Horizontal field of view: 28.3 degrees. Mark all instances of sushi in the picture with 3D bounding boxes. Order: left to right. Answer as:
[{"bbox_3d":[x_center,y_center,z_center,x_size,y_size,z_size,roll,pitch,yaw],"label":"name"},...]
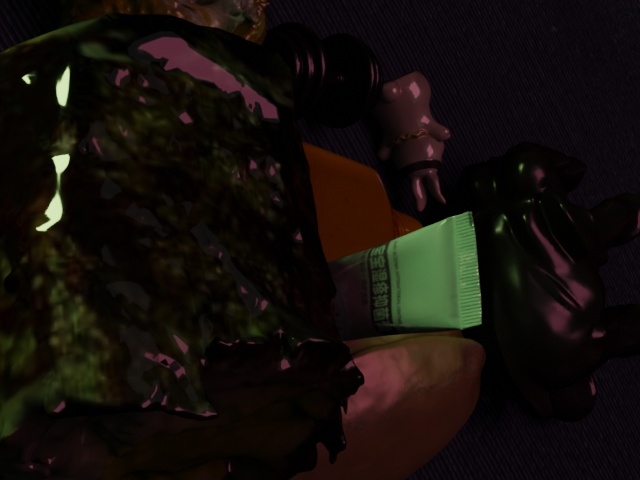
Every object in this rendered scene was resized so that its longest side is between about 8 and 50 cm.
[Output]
[{"bbox_3d":[-0.136,0.039,0.882,0.281,0.299,0.294,-2,60,-26],"label":"sushi"}]

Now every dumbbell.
[{"bbox_3d":[-0.008,-0.164,1.271,0.208,0.099,0.099,0,78,-50],"label":"dumbbell"}]

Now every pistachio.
[{"bbox_3d":[0.015,0.145,1.122,0.293,0.182,0.162,-16,51,-26],"label":"pistachio"}]

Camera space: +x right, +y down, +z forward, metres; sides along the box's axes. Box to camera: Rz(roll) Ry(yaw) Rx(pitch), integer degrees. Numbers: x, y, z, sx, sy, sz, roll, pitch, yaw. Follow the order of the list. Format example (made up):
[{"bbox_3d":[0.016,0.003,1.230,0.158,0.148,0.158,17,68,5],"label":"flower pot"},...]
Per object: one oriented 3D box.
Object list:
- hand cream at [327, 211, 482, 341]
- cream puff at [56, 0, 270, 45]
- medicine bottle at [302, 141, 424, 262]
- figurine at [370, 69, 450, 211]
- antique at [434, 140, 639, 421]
[{"bbox_3d":[-0.008,0.055,1.015,0.058,0.331,0.085,18,64,-48],"label":"hand cream"},{"bbox_3d":[-0.160,-0.243,1.079,0.194,0.194,0.221,-27,111,-50],"label":"cream puff"},{"bbox_3d":[-0.001,0.000,1.213,0.222,0.112,0.149,17,65,-46],"label":"medicine bottle"},{"bbox_3d":[0.113,-0.115,1.410,0.098,0.081,0.146,-33,103,-49],"label":"figurine"},{"bbox_3d":[0.260,0.043,1.450,0.255,0.185,0.322,16,69,-47],"label":"antique"}]
